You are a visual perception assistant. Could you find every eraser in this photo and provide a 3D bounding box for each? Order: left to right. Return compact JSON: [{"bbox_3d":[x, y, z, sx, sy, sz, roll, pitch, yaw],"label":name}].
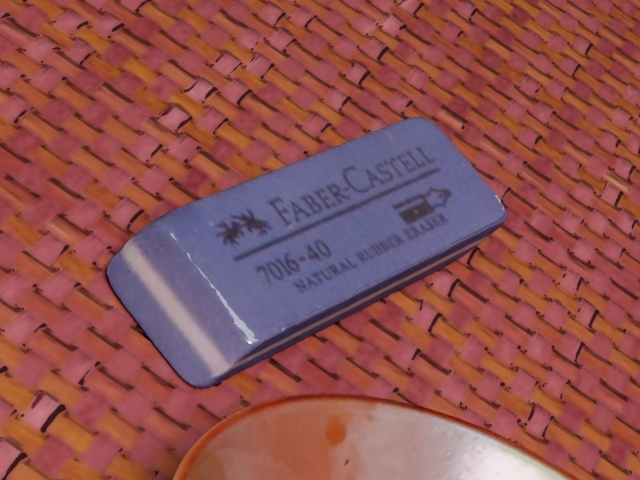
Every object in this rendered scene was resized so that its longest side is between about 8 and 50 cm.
[{"bbox_3d":[0.000,0.000,0.737,0.225,0.036,0.082,-24,69,-42],"label":"eraser"}]

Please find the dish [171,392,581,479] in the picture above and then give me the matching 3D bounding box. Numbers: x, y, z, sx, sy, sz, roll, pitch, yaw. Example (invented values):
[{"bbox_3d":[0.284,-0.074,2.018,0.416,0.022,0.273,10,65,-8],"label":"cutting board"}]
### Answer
[{"bbox_3d":[0.048,0.173,0.558,0.260,0.085,0.260,20,26,-10],"label":"dish"}]
